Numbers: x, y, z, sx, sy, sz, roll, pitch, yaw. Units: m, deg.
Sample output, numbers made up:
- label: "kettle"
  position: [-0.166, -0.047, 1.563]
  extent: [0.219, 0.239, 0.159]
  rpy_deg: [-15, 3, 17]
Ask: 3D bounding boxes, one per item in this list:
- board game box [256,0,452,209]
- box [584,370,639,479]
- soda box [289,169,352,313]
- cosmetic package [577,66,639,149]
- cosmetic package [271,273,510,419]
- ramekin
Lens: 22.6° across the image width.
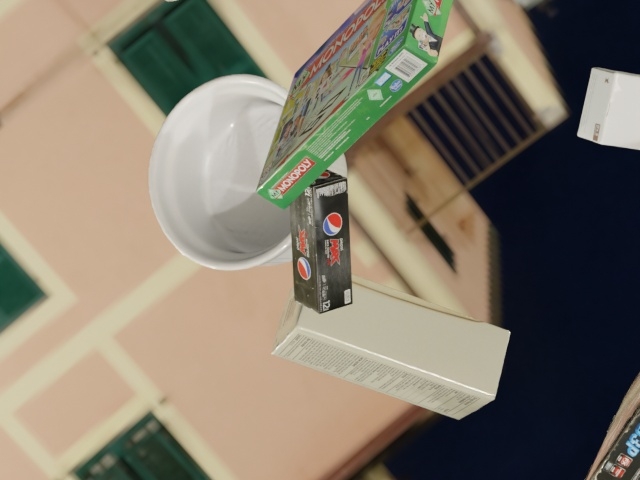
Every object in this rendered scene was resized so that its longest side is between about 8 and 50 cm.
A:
- label: "board game box"
  position: [0.045, -0.196, 1.840]
  extent: [0.317, 0.046, 0.213]
  rpy_deg: [-42, -156, 45]
- label: "box"
  position: [0.322, 0.142, 1.486]
  extent: [0.175, 0.051, 0.220]
  rpy_deg: [-52, 168, -48]
- label: "soda box"
  position: [0.000, 0.000, 1.959]
  extent: [0.053, 0.169, 0.060]
  rpy_deg: [-15, -155, -31]
- label: "cosmetic package"
  position: [0.532, -0.199, 2.527]
  extent: [0.085, 0.231, 0.117]
  rpy_deg: [-146, -114, -68]
- label: "cosmetic package"
  position: [0.101, 0.150, 2.339]
  extent: [0.160, 0.309, 0.113]
  rpy_deg: [132, -25, -66]
- label: "ramekin"
  position: [-0.096, -0.091, 2.296]
  extent: [0.277, 0.277, 0.135]
  rpy_deg: [-33, 163, 19]
